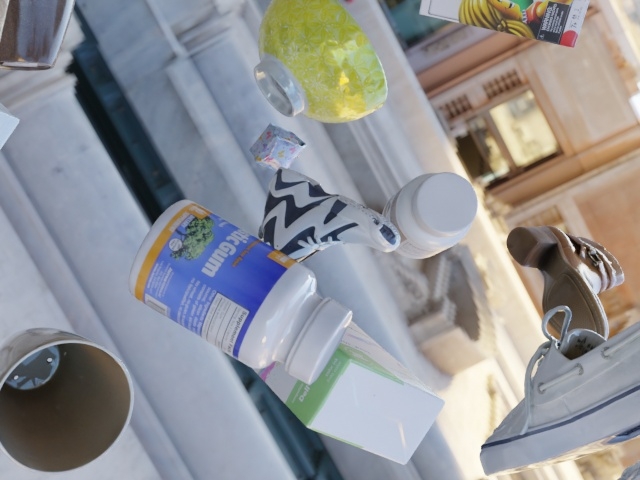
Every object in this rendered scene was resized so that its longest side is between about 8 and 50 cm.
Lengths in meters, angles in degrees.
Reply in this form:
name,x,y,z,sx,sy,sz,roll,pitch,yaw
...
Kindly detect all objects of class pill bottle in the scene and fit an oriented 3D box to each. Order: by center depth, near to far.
name,x,y,z,sx,sy,sz,roll,pitch,yaw
pill bottle,-0.101,0.073,1.424,0.152,0.272,0.152,-58,170,-17
pill bottle,0.187,-0.045,1.843,0.131,0.131,0.229,-30,178,-11

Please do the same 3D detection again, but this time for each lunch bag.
name,x,y,z,sx,sy,sz,roll,pitch,yaw
lunch bag,-0.077,-0.167,1.995,0.071,0.083,0.053,-50,-139,23

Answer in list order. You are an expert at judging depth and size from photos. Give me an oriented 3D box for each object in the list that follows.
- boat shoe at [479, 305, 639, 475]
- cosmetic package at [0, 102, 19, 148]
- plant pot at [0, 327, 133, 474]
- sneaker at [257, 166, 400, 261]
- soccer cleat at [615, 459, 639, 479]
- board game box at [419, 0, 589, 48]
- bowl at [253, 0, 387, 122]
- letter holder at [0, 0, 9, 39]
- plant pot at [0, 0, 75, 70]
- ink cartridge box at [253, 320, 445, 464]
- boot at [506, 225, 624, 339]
name,x,y,z,sx,sy,sz,roll,pitch,yaw
boat shoe,0.295,0.150,1.216,0.136,0.156,0.367,-1,154,-32
cosmetic package,-0.731,-0.241,2.137,0.151,0.151,0.184,-53,155,6
plant pot,-0.521,0.267,2.053,0.256,0.256,0.274,-31,-153,-19
sneaker,0.000,0.000,1.671,0.153,0.235,0.094,-64,161,8
soccer cleat,0.376,0.321,1.257,0.331,0.116,0.143,-8,-159,-30
board game box,0.234,-0.377,1.224,0.193,0.305,0.053,13,-138,5
bowl,-0.030,-0.319,2.010,0.156,0.289,0.289,-39,-169,-16
letter holder,-0.508,-0.282,1.332,0.152,0.214,0.302,-7,-129,5
plant pot,-0.510,-0.412,1.855,0.215,0.230,0.215,0,180,0
ink cartridge box,0.002,0.181,1.658,0.119,0.207,0.353,-59,-144,4
boot,0.483,0.085,1.995,0.220,0.283,0.109,6,126,-41
